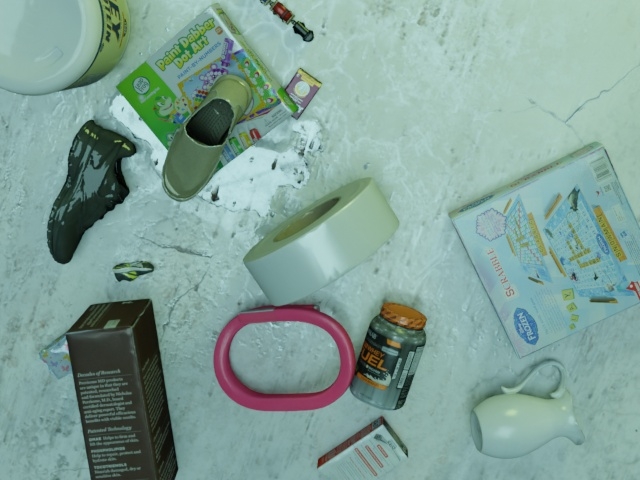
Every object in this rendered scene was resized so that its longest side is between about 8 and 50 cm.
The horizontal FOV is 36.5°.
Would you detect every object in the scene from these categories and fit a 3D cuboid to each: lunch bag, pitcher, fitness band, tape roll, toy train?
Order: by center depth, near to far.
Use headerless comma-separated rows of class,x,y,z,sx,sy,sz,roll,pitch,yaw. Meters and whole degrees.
tape roll,0.000,0.000,1.773,0.286,0.286,0.100,-32,100,8
toy train,-0.074,-0.426,1.805,0.158,0.036,0.027,41,100,-7
fitness band,-0.073,0.232,1.913,0.290,0.054,0.209,-3,98,16
pitcher,0.404,0.337,1.930,0.207,0.125,0.178,-8,82,-7
lunch bag,-0.515,0.230,1.952,0.083,0.053,0.071,-37,101,-1

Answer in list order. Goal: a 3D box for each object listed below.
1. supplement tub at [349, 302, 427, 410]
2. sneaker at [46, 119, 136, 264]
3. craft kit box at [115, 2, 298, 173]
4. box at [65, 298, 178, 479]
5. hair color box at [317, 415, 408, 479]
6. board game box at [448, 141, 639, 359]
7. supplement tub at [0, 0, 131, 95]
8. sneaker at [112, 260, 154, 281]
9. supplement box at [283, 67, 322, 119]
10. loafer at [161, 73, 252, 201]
supplement tub,0.137,0.226,1.903,0.116,0.117,0.191,16,102,-2
sneaker,-0.439,-0.080,1.859,0.130,0.109,0.286,19,104,-9
craft kit box,-0.211,-0.268,1.811,0.249,0.061,0.247,-36,96,20
box,-0.383,0.324,1.899,0.143,0.191,0.382,-4,102,2
hair color box,0.086,0.447,1.985,0.167,0.053,0.093,-35,98,10
board game box,0.457,0.021,1.876,0.317,0.066,0.319,-25,101,6
supplement tub,-0.461,-0.377,1.677,0.235,0.325,0.236,0,103,1
sneaker,-0.370,0.063,1.926,0.083,0.031,0.035,-3,116,6
supplement box,-0.041,-0.277,1.833,0.055,0.043,0.083,34,102,-6
loafer,-0.221,-0.181,1.765,0.101,0.092,0.269,31,112,0
